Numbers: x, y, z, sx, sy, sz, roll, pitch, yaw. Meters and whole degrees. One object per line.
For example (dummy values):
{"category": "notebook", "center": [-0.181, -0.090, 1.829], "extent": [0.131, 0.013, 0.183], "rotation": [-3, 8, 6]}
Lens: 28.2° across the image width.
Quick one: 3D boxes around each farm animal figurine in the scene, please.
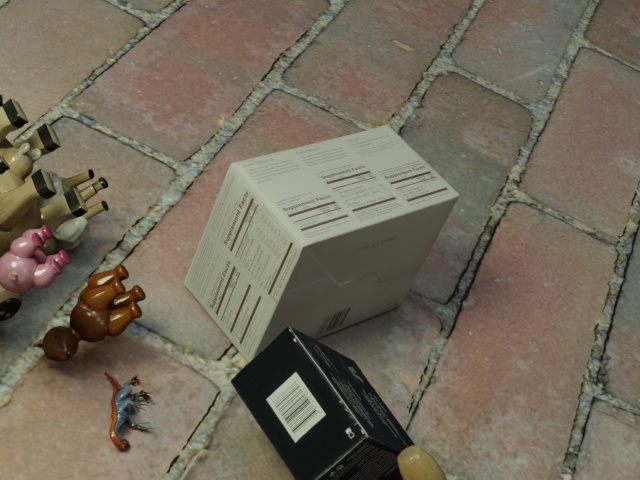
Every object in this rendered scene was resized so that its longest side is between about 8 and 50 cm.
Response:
{"category": "farm animal figurine", "center": [-0.354, -0.014, 1.361], "extent": [0.330, 0.172, 0.326], "rotation": [50, 13, -46]}

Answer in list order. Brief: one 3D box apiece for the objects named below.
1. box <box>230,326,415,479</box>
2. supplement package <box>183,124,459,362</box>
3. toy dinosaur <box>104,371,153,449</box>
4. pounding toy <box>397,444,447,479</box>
{"category": "box", "center": [0.010, 0.192, 1.351], "extent": [0.156, 0.093, 0.158], "rotation": [53, 10, 33]}
{"category": "supplement package", "center": [0.000, 0.000, 1.543], "extent": [0.262, 0.204, 0.145], "rotation": [-17, 55, -40]}
{"category": "toy dinosaur", "center": [-0.211, 0.186, 1.361], "extent": [0.090, 0.047, 0.082], "rotation": [4, 37, 31]}
{"category": "pounding toy", "center": [0.088, 0.334, 1.161], "extent": [0.154, 0.155, 0.269], "rotation": [46, 43, -18]}
